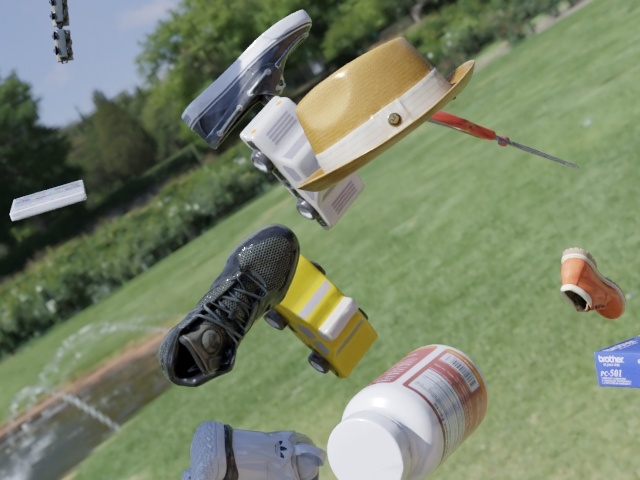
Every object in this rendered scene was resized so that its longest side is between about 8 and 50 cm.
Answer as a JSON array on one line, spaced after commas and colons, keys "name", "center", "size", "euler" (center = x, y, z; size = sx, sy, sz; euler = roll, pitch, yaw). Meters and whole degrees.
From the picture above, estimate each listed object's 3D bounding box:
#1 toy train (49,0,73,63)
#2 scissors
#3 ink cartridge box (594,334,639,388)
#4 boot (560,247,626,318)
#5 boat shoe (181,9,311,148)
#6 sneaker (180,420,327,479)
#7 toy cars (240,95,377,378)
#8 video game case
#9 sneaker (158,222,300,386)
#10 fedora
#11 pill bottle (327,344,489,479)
[{"name": "toy train", "center": [-0.376, -0.327, 1.685], "size": [0.027, 0.158, 0.036], "euler": [-7, -12, -4]}, {"name": "scissors", "center": [0.255, -0.149, 1.712], "size": [0.109, 0.297, 0.021], "euler": [-143, 72, -84]}, {"name": "ink cartridge box", "center": [0.439, 0.137, 1.440], "size": [0.207, 0.046, 0.097], "euler": [-12, 5, -41]}, {"name": "boot", "center": [0.422, 0.090, 1.822], "size": [0.059, 0.158, 0.084], "euler": [-20, 40, 39]}, {"name": "boat shoe", "center": [-0.112, -0.290, 2.126], "size": [0.301, 0.102, 0.108], "euler": [-44, -3, -9]}, {"name": "sneaker", "center": [-0.116, 0.414, 1.892], "size": [0.210, 0.137, 0.366], "euler": [5, -37, -11]}, {"name": "toy cars", "center": [0.000, 0.000, 1.559], "size": [0.176, 0.393, 0.087], "euler": [-8, 5, -30]}, {"name": "video game case", "center": [-0.320, -0.048, 1.376], "size": [0.087, 0.011, 0.122], "euler": [-18, 13, -9]}, {"name": "sneaker", "center": [-0.100, 0.082, 1.352], "size": [0.227, 0.087, 0.130], "euler": [-47, 13, 0]}, {"name": "fedora", "center": [0.043, -0.122, 1.035], "size": [0.194, 0.079, 0.194], "euler": [-36, 6, 4]}, {"name": "pill bottle", "center": [0.098, 0.205, 1.321], "size": [0.121, 0.121, 0.216], "euler": [-29, -2, 33]}]
